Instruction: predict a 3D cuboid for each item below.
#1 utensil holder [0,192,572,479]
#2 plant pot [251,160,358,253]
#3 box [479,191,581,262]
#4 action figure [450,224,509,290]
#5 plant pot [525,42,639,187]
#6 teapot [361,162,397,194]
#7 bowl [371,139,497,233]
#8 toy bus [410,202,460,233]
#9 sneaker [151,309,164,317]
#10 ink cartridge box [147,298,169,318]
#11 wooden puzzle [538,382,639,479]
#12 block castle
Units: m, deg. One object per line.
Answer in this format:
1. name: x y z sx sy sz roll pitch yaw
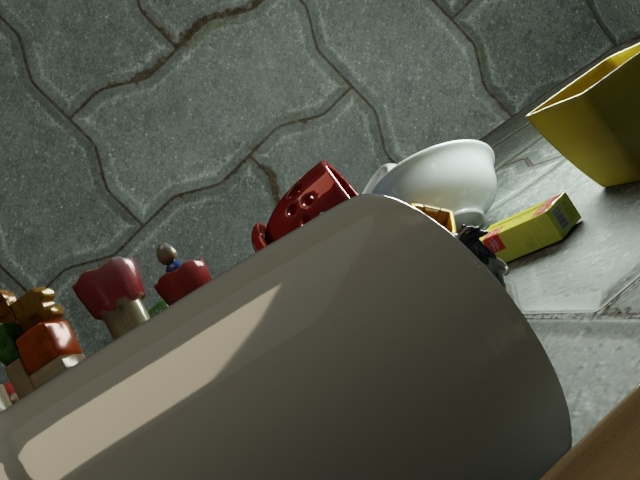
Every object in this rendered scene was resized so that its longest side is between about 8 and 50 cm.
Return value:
1. utensil holder: -0.041 0.184 0.726 0.385 0.327 0.327 -34 5 -21
2. plant pot: 0.000 0.000 1.361 0.174 0.191 0.191 -38 5 6
3. box: 0.335 -0.005 1.546 0.087 0.058 0.232 -38 7 -41
4. action figure: 0.209 0.053 1.387 0.164 0.141 0.275 -31 -10 11
5. plant pot: 0.529 -0.212 1.537 0.212 0.187 0.212 -35 5 -12
6. teapot: 0.200 -0.060 2.258 0.252 0.187 0.256 -60 14 20
7. bowl: 0.267 -0.077 1.920 0.298 0.134 0.298 -17 -27 -9
8. toy bus: 0.204 0.022 1.816 0.191 0.202 0.104 -25 39 21
9. sneaker: -0.257 0.216 1.565 0.295 0.178 0.124 -37 -11 -30
10. ink cartridge box: -0.349 0.218 1.820 0.219 0.092 0.160 -40 -10 7
11. wooden puzzle: 0.263 0.159 0.458 0.322 0.080 0.348 -36 10 -20
12. block castle: -0.375 0.182 1.265 0.453 0.213 0.303 -33 -11 14
